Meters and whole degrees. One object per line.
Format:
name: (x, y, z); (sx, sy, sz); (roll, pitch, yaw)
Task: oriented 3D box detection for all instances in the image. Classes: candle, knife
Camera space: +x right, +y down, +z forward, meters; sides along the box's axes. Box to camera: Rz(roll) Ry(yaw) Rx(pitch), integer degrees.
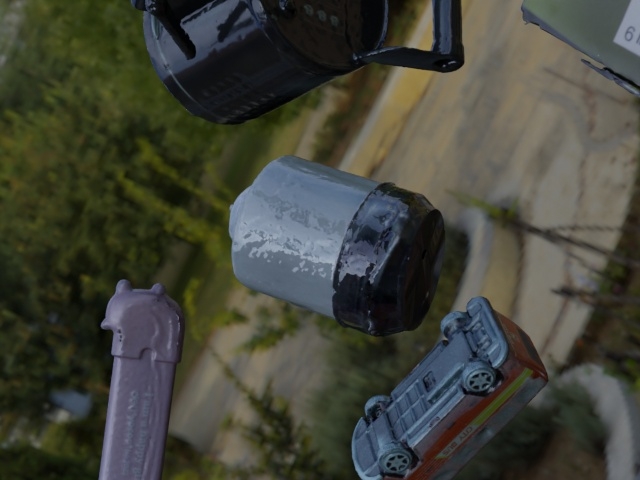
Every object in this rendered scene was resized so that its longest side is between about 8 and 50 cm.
candle: (0.000, 0.000, 1.954); (0.221, 0.342, 0.221); (-47, -34, -46)
knife: (-0.205, 0.243, 1.490); (0.038, 0.132, 0.398); (-156, 73, -78)

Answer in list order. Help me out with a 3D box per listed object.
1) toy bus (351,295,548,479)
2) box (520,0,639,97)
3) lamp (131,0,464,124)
toy bus: (0.157, 0.204, 1.656); (0.265, 0.120, 0.121); (-49, 30, 20)
box: (0.436, -0.146, 1.113); (0.373, 0.420, 0.138); (42, 122, 39)
lamp: (-0.059, -0.253, 1.548); (0.272, 0.374, 0.205); (143, 132, -62)
